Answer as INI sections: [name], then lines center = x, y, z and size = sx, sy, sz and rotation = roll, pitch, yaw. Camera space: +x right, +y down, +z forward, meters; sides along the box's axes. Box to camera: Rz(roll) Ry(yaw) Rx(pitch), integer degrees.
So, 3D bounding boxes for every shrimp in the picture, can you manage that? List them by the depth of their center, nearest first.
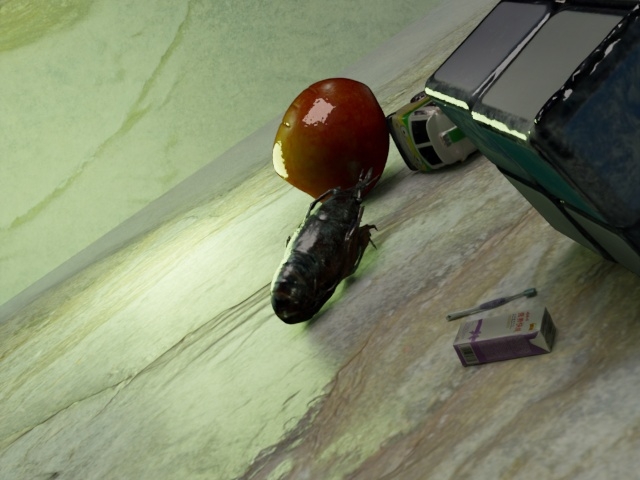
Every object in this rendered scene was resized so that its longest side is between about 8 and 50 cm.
[shrimp]
center = -0.001, 0.001, 1.387
size = 0.172, 0.137, 0.372
rotation = 4, 37, 31

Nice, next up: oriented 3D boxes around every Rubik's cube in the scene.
[Rubik's cube]
center = 0.360, -0.165, 0.872
size = 0.316, 0.318, 0.313
rotation = -47, 23, 4

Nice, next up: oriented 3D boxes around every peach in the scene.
[peach]
center = 0.041, -0.217, 1.690
size = 0.245, 0.248, 0.275
rotation = 33, 103, 38

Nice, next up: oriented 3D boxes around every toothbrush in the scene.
[toothbrush]
center = 0.231, 0.087, 1.049
size = 0.131, 0.011, 0.013
rotation = -21, 0, 26

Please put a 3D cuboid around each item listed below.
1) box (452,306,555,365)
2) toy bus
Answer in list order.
[box]
center = 0.224, 0.118, 0.943
size = 0.117, 0.036, 0.051
rotation = -17, 24, 32
[toy bus]
center = 0.310, -0.270, 1.612
size = 0.305, 0.143, 0.179
rotation = -33, 21, -11
